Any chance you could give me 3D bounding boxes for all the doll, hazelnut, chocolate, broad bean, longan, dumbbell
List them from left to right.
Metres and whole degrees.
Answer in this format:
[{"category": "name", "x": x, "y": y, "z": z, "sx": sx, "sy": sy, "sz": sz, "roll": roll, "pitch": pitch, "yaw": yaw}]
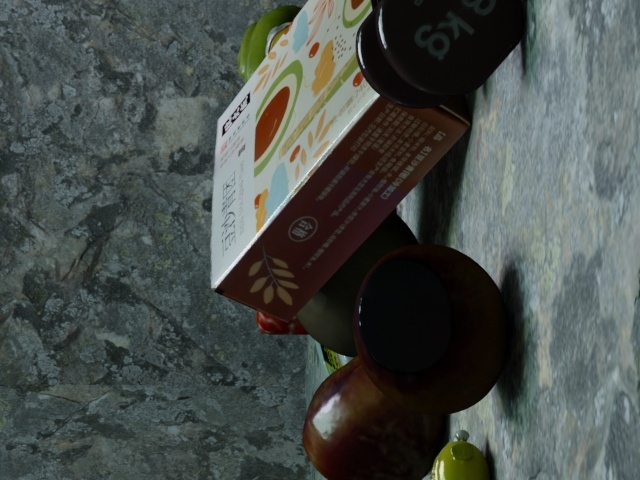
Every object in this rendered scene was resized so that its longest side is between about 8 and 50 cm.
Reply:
[{"category": "broad bean", "x": -0.009, "y": -0.274, "z": 2.145, "sx": 0.291, "sy": 0.238, "sz": 0.119, "roll": 52, "pitch": 155, "yaw": 21}, {"category": "longan", "x": 0.049, "y": 0.049, "z": 1.751, "sx": 0.196, "sy": 0.197, "sz": 0.220, "roll": 144, "pitch": 126, "yaw": -85}, {"category": "hazelnut", "x": 0.074, "y": 0.230, "z": 1.615, "sx": 0.204, "sy": 0.178, "sz": 0.178, "roll": -55, "pitch": 17, "yaw": 19}, {"category": "dumbbell", "x": 0.112, "y": -0.204, "z": 1.273, "sx": 0.140, "sy": 0.124, "sz": 0.225, "roll": -48, "pitch": 5, "yaw": 0}, {"category": "chocolate", "x": 0.113, "y": 0.088, "z": 1.242, "sx": 0.177, "sy": 0.177, "sz": 0.176, "roll": -179, "pitch": 90, "yaw": -86}, {"category": "doll", "x": 0.138, "y": 0.263, "z": 1.346, "sx": 0.162, "sy": 0.062, "sz": 0.106, "roll": 96, "pitch": 178, "yaw": -63}]

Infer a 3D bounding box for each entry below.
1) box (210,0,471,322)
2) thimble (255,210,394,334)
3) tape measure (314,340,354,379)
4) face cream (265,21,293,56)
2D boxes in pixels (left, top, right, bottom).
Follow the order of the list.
[{"category": "box", "x": 0.010, "y": -0.150, "z": 1.637, "sx": 0.385, "sy": 0.122, "sz": 0.344, "roll": -49, "pitch": 29, "yaw": 34}, {"category": "thimble", "x": 0.000, "y": 0.000, "z": 2.197, "sx": 0.350, "sy": 0.231, "sz": 0.350, "roll": -178, "pitch": 90, "yaw": -84}, {"category": "tape measure", "x": 0.038, "y": 0.111, "z": 1.939, "sx": 0.215, "sy": 0.098, "sz": 0.351, "roll": -150, "pitch": 42, "yaw": -72}, {"category": "face cream", "x": 0.013, "y": -0.246, "z": 1.957, "sx": 0.349, "sy": 0.105, "sz": 0.105, "roll": 45, "pitch": 140, "yaw": 49}]
